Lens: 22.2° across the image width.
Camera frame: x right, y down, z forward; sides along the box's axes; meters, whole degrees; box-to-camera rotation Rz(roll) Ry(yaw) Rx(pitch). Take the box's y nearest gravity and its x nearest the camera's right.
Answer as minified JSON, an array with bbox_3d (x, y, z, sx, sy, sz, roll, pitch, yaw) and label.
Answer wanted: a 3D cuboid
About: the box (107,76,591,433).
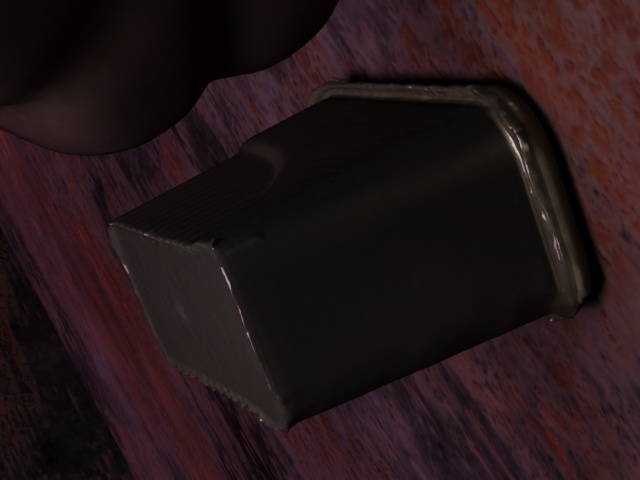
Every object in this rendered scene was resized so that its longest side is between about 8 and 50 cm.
[{"bbox_3d":[0.000,0.000,0.886,0.274,0.178,0.138,9,122,69],"label":"box"}]

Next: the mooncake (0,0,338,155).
[{"bbox_3d":[-0.101,-0.190,0.738,0.154,0.306,0.306,27,140,51],"label":"mooncake"}]
